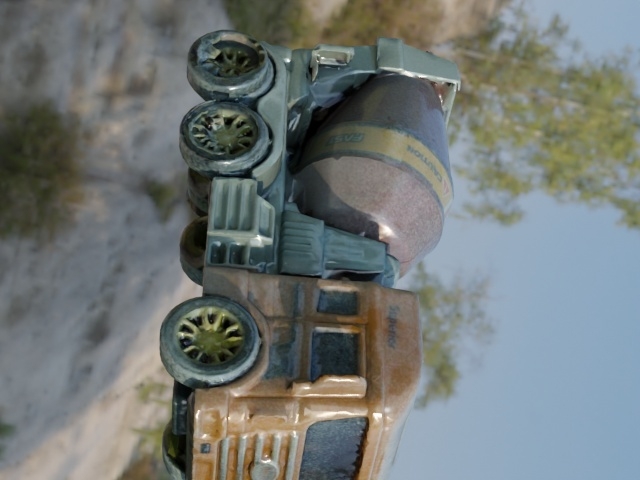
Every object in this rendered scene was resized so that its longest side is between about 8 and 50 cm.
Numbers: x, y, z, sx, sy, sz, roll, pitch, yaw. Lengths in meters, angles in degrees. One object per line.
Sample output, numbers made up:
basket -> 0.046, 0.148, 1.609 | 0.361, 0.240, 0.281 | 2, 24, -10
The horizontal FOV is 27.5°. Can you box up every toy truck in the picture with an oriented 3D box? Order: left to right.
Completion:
toy truck -> 0.000, 0.000, 0.630 | 0.108, 0.140, 0.256 | 99, -6, -51
